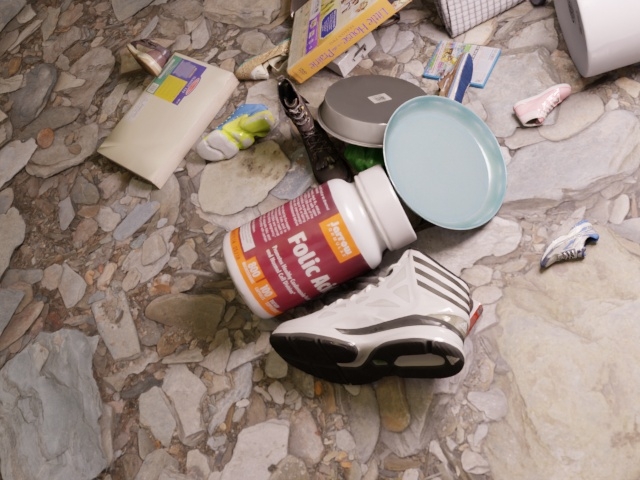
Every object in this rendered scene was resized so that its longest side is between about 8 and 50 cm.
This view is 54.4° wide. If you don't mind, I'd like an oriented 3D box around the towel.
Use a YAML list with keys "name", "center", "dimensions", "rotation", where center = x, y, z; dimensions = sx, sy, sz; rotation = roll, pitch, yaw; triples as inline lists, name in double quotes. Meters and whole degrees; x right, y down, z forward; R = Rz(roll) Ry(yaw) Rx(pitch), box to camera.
- name: "towel"
  center: [0.387, -0.680, 1.552]
  dimensions: [0.235, 0.283, 0.121]
  rotation: [-24, 57, 8]

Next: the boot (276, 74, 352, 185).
- name: "boot"
  center: [-0.028, -0.261, 1.538]
  dimensions: [0.091, 0.229, 0.263]
  rotation: [-31, 57, 5]

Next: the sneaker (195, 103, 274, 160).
- name: "sneaker"
  center: [-0.238, -0.310, 1.752]
  dimensions: [0.240, 0.091, 0.126]
  rotation: [-19, 40, 13]

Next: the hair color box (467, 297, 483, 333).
- name: "hair color box"
  center: [0.271, 0.179, 1.300]
  dimensions: [0.072, 0.043, 0.141]
  rotation: [28, 77, 33]

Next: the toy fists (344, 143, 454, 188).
- name: "toy fists"
  center: [0.185, -0.189, 1.495]
  dimensions: [0.279, 0.096, 0.142]
  rotation: [27, 62, 31]

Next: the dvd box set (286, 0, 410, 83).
- name: "dvd box set"
  center: [0.087, -0.636, 1.662]
  dimensions: [0.420, 0.062, 0.307]
  rotation: [-29, 41, 33]

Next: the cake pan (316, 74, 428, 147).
- name: "cake pan"
  center: [0.137, -0.322, 1.507]
  dimensions: [0.293, 0.054, 0.293]
  rotation: [1, 40, -1]

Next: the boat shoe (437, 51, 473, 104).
- name: "boat shoe"
  center: [0.324, -0.385, 1.546]
  dimensions: [0.066, 0.066, 0.183]
  rotation: [14, 79, 37]

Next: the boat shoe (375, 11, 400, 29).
- name: "boat shoe"
  center: [0.164, -0.616, 1.755]
  dimensions: [0.125, 0.046, 0.038]
  rotation: [-15, 55, 6]

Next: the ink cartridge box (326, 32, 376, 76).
- name: "ink cartridge box"
  center: [0.073, -0.539, 1.744]
  dimensions: [0.135, 0.056, 0.099]
  rotation: [-47, 56, -5]

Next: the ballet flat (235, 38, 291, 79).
- name: "ballet flat"
  center: [-0.152, -0.515, 1.820]
  dimensions: [0.206, 0.073, 0.067]
  rotation: [-29, 71, 11]

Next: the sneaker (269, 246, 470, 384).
- name: "sneaker"
  center: [0.114, 0.156, 1.328]
  dimensions: [0.448, 0.169, 0.257]
  rotation: [-6, 43, 33]

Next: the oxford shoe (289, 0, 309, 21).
- name: "oxford shoe"
  center: [-0.062, -0.750, 1.914]
  dimensions: [0.076, 0.076, 0.212]
  rotation: [-14, 58, 51]

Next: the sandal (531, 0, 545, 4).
- name: "sandal"
  center: [0.583, -0.721, 1.612]
  dimensions: [0.055, 0.097, 0.254]
  rotation: [10, 67, -2]

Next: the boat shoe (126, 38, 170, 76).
- name: "boat shoe"
  center: [-0.538, -0.590, 1.970]
  dimensions: [0.092, 0.103, 0.285]
  rotation: [-41, 34, -5]

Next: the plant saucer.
- name: "plant saucer"
  center: [0.272, -0.169, 1.381]
  dimensions: [0.318, 0.044, 0.317]
  rotation: [7, 71, -22]

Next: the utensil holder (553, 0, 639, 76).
- name: "utensil holder"
  center: [0.724, -0.561, 1.333]
  dimensions: [0.386, 0.327, 0.327]
  rotation: [-16, 59, 17]

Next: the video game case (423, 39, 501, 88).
- name: "video game case"
  center: [0.364, -0.456, 1.606]
  dimensions: [0.166, 0.015, 0.119]
  rotation: [20, 74, 29]

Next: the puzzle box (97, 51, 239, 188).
- name: "puzzle box"
  center: [-0.459, -0.372, 1.880]
  dimensions: [0.272, 0.052, 0.408]
  rotation: [28, 77, 32]

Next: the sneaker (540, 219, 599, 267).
- name: "sneaker"
  center: [0.514, 0.015, 1.281]
  dimensions: [0.135, 0.052, 0.058]
  rotation: [-39, 61, 1]

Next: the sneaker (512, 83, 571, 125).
- name: "sneaker"
  center: [0.523, -0.307, 1.444]
  dimensions: [0.134, 0.051, 0.070]
  rotation: [-21, 60, 15]

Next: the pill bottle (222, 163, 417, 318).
- name: "pill bottle"
  center: [0.000, 0.000, 1.396]
  dimensions: [0.392, 0.224, 0.224]
  rotation: [-27, 57, 8]
